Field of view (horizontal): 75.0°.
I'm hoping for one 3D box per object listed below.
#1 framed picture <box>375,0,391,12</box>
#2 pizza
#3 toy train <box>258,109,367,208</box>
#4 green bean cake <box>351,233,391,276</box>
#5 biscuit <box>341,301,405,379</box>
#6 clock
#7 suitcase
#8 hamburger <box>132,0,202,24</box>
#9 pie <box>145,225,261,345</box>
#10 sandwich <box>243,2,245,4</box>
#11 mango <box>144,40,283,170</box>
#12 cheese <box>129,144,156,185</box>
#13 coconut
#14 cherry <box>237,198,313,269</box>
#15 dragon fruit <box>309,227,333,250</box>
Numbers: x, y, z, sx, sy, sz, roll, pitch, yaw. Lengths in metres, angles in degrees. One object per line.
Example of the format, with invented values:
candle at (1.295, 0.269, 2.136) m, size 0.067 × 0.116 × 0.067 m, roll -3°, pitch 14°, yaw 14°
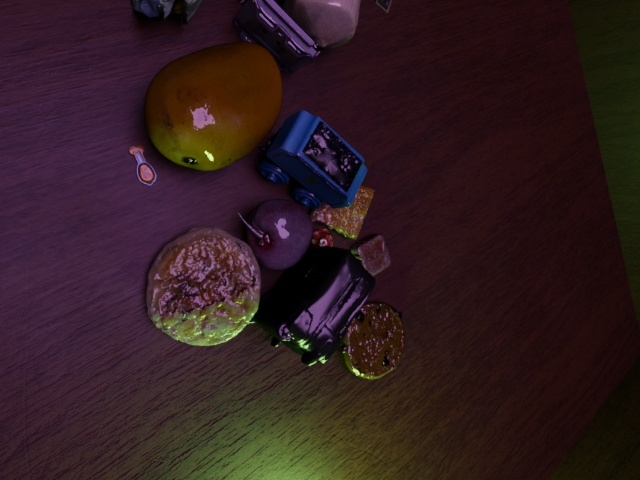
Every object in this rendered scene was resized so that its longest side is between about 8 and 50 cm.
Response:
framed picture at (0.244, -0.918, 1.580) m, size 0.066 × 0.006 × 0.089 m, roll 25°, pitch 78°, yaw -29°
pizza at (0.086, -0.097, 1.463) m, size 0.292 × 0.058 × 0.197 m, roll -30°, pitch 107°, yaw -26°
toy train at (-0.030, -0.234, 1.269) m, size 0.300 × 0.265 × 0.188 m, roll 36°, pitch 70°, yaw -29°
green bean cake at (0.185, 0.056, 1.525) m, size 0.135 × 0.056 × 0.136 m, roll -28°, pitch 105°, yaw -30°
biscuit at (0.192, 0.361, 1.522) m, size 0.295 × 0.075 × 0.296 m, roll 4°, pitch 83°, yaw -32°
clock at (-0.139, -0.612, 1.246) m, size 0.253 × 0.186 × 0.083 m, roll 36°, pitch 78°, yaw -26°
suitcase at (-0.027, 0.170, 1.230) m, size 0.188 × 0.345 × 0.339 m, roll 43°, pitch 71°, yaw -17°
hamburger at (-0.368, -0.681, 1.104) m, size 0.276 × 0.261 × 0.150 m, roll -45°, pitch 144°, yaw 12°
pie at (-0.321, 0.130, 1.170) m, size 0.338 × 0.077 × 0.340 m, roll 0°, pitch 92°, yaw -13°
sandwich at (-0.168, -0.773, 1.224) m, size 0.220 × 0.186 × 0.108 m, roll 37°, pitch 70°, yaw -7°
mango at (-0.272, -0.380, 1.147) m, size 0.300 × 0.232 × 0.446 m, roll 48°, pitch 58°, yaw -18°
cheese at (-0.483, -0.204, 1.136) m, size 0.047 × 0.017 × 0.111 m, roll -26°, pitch 103°, yaw -31°
coconut at (0.004, -0.727, 1.305) m, size 0.244 × 0.245 × 0.248 m, roll 18°, pitch 82°, yaw -30°
cherry at (-0.125, -0.021, 1.260) m, size 0.265 × 0.183 × 0.214 m, roll -13°, pitch 112°, yaw -44°
dragon fruit at (0.002, 0.000, 1.380) m, size 0.086 × 0.116 × 0.081 m, roll -3°, pitch 97°, yaw -23°
